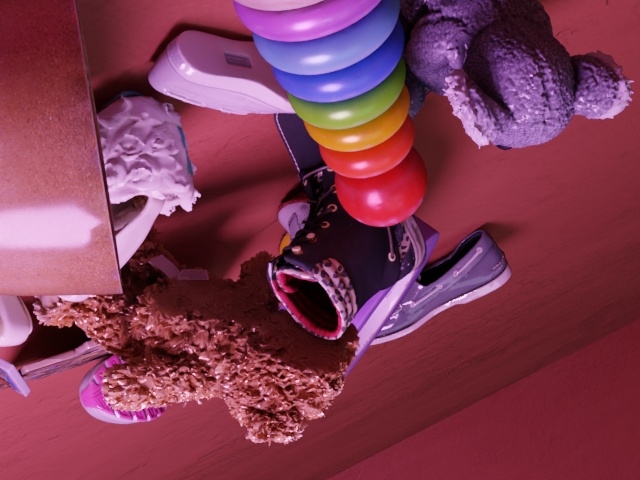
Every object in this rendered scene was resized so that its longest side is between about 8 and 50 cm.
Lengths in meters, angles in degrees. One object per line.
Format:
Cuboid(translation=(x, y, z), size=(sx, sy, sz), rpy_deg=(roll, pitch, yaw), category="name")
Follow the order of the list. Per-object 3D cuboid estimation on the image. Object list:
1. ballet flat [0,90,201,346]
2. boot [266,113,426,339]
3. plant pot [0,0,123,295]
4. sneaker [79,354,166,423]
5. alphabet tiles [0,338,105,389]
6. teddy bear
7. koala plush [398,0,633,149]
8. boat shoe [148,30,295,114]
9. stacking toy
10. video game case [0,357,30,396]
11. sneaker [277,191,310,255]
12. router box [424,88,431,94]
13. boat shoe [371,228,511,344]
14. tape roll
Cuboid(translation=(-0.286, 0.019, 0.907), size=(0.409, 0.147, 0.147), rpy_deg=(-35, 157, 11), category="ballet flat")
Cuboid(translation=(0.000, -0.031, 0.982), size=(0.085, 0.236, 0.178), rpy_deg=(-28, -170, 42), category="boot")
Cuboid(translation=(-0.287, -0.057, 0.696), size=(0.255, 0.237, 0.237), rpy_deg=(-9, 153, -10), category="plant pot")
Cuboid(translation=(-0.264, 0.206, 1.342), size=(0.111, 0.102, 0.252), rpy_deg=(-21, 173, 20), category="sneaker")
Cuboid(translation=(-0.246, 0.127, 1.204), size=(0.285, 0.011, 0.342), rpy_deg=(-17, 175, -28), category="alphabet tiles")
Cuboid(translation=(-0.131, 0.093, 1.002), size=(0.338, 0.245, 0.113), rpy_deg=(15, 126, 1), category="teddy bear")
Cuboid(translation=(0.166, -0.168, 0.908), size=(0.196, 0.221, 0.203), rpy_deg=(-8, 130, -13), category="koala plush")
Cuboid(translation=(-0.083, -0.148, 0.919), size=(0.063, 0.066, 0.184), rpy_deg=(-29, 164, 36), category="boat shoe")
Cuboid(translation=(0.029, -0.137, 0.841), size=(0.141, 0.141, 0.330), rpy_deg=(-29, 137, -3), category="stacking toy")
Cuboid(translation=(-0.385, 0.129, 1.073), size=(0.011, 0.122, 0.087), rpy_deg=(-58, 168, -25), category="video game case")
Cuboid(translation=(0.000, 0.000, 1.276), size=(0.088, 0.092, 0.225), rpy_deg=(-25, 156, -12), category="sneaker")
Cuboid(translation=(0.116, -0.204, 1.060), size=(0.122, 0.038, 0.092), rpy_deg=(-35, 157, 12), category="router box")
Cuboid(translation=(0.171, 0.080, 1.682), size=(0.320, 0.116, 0.099), rpy_deg=(-25, 114, 6), category="boat shoe")
Cuboid(translation=(0.034, 0.077, 1.198), size=(0.274, 0.090, 0.275), rpy_deg=(-52, 170, -14), category="tape roll")
